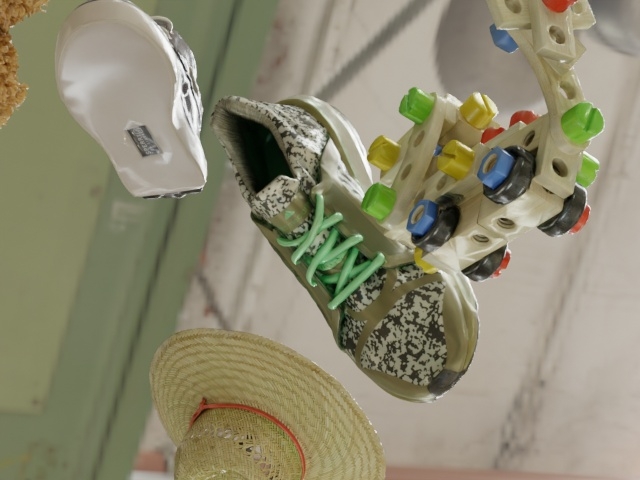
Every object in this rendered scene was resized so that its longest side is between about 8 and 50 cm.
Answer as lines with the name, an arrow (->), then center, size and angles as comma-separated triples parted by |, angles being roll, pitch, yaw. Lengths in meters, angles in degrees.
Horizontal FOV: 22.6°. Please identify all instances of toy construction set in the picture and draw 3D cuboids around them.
toy construction set -> 0.147, -0.089, 1.351 | 0.327, 0.151, 0.215 | 123, -14, -55

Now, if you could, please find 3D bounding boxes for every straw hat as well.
straw hat -> -0.043, 0.113, 0.800 | 0.144, 0.144, 0.061 | -37, -171, 48

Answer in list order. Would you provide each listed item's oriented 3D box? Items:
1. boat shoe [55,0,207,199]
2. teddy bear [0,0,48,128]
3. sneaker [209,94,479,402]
boat shoe -> -0.200, -0.187, 1.693 | 0.340, 0.127, 0.158 | 79, 4, -61
teddy bear -> -0.305, -0.254, 1.376 | 0.113, 0.245, 0.338 | 21, -94, 43
sneaker -> 0.000, 0.000, 1.631 | 0.158, 0.182, 0.410 | -48, -123, 18
